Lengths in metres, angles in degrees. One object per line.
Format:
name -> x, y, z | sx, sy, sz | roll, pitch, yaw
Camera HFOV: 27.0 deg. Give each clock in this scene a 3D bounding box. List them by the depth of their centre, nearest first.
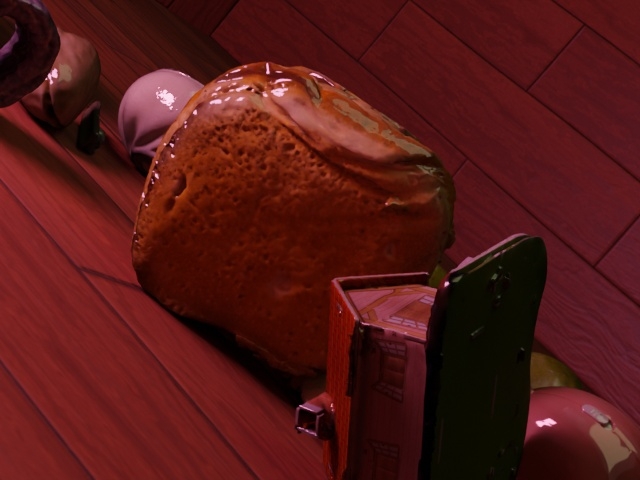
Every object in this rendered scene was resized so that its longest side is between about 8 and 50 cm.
clock -> 0.231, 0.261, 1.343 | 0.142, 0.227, 0.241 | -19, 47, -39

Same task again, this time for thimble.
thimble -> -0.362, -0.221, 1.430 | 0.150, 0.150, 0.098 | 34, 13, -37

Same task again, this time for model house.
model house -> 0.086, 0.128, 1.213 | 0.154, 0.293, 0.207 | 15, 24, 29

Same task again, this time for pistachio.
pistachio -> -0.328, -0.200, 1.647 | 0.108, 0.126, 0.185 | -3, 17, -2

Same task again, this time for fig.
fig -> 0.303, 0.241, 1.918 | 0.167, 0.167, 0.233 | 41, 0, 3

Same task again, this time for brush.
brush -> -0.293, -0.145, 1.731 | 0.027, 0.034, 0.190 | 48, 5, -19

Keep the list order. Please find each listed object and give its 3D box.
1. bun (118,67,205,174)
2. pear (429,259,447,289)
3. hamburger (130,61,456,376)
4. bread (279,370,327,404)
bun -> -0.202, -0.140, 1.799 | 0.173, 0.120, 0.173 | 30, -29, 18
pear -> 0.085, 0.056, 1.927 | 0.255, 0.164, 0.238 | 44, 6, 16
hamburger -> -0.030, -0.021, 1.358 | 0.304, 0.284, 0.174 | 34, 9, 1
bread -> 0.037, 0.191, 1.441 | 0.178, 0.135, 0.240 | 2, 21, -14
